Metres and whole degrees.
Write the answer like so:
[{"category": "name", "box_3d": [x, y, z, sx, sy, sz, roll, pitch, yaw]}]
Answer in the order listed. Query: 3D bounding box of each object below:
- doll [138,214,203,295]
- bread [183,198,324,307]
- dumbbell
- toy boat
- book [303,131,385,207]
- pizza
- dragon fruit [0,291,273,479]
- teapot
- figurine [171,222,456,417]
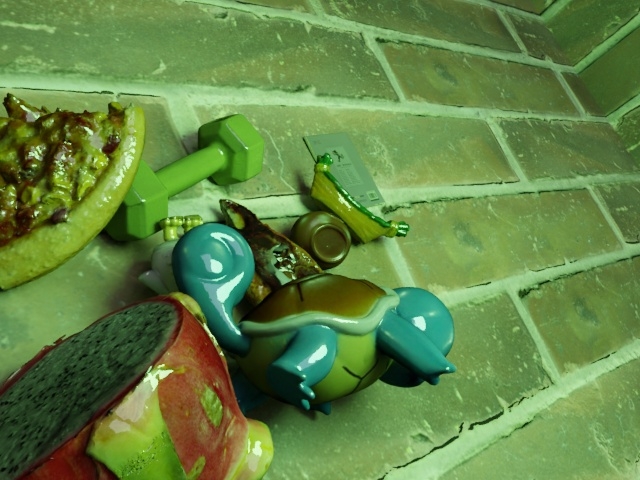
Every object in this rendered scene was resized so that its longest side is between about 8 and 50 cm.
[{"category": "doll", "box_3d": [-0.185, 0.067, 0.858, 0.129, 0.081, 0.207, -1, 76, -38]}, {"category": "bread", "box_3d": [-0.086, 0.048, 0.975, 0.269, 0.095, 0.139, 38, 40, 9]}, {"category": "dumbbell", "box_3d": [-0.209, -0.104, 0.958, 0.302, 0.122, 0.108, -40, 119, -48]}, {"category": "toy boat", "box_3d": [0.064, -0.064, 1.158, 0.229, 0.089, 0.088, 41, 80, -17]}, {"category": "book", "box_3d": [0.050, -0.143, 1.268, 0.127, 0.014, 0.181, -15, 71, -44]}, {"category": "pizza", "box_3d": [-0.357, -0.093, 0.788, 0.229, 0.081, 0.289, 32, 77, 14]}, {"category": "dragon fruit", "box_3d": [-0.193, 0.219, 0.622, 0.225, 0.306, 0.305, 61, 39, -20]}, {"category": "teapot", "box_3d": [0.000, 0.000, 1.089, 0.129, 0.078, 0.098, 28, 87, -34]}, {"category": "figurine", "box_3d": [-0.009, 0.139, 0.817, 0.417, 0.298, 0.242, 19, 50, -23]}]
